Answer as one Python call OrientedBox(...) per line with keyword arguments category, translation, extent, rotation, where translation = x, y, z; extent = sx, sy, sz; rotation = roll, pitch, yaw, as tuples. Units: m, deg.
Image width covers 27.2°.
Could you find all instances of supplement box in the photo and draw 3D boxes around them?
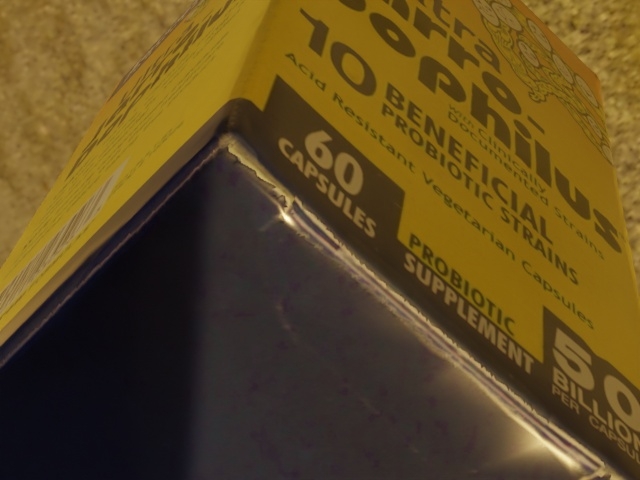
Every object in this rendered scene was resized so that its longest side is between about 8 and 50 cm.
OrientedBox(category="supplement box", translation=(0.000, 0.000, 0.570), extent=(0.194, 0.356, 0.195), rotation=(40, 116, -16))
